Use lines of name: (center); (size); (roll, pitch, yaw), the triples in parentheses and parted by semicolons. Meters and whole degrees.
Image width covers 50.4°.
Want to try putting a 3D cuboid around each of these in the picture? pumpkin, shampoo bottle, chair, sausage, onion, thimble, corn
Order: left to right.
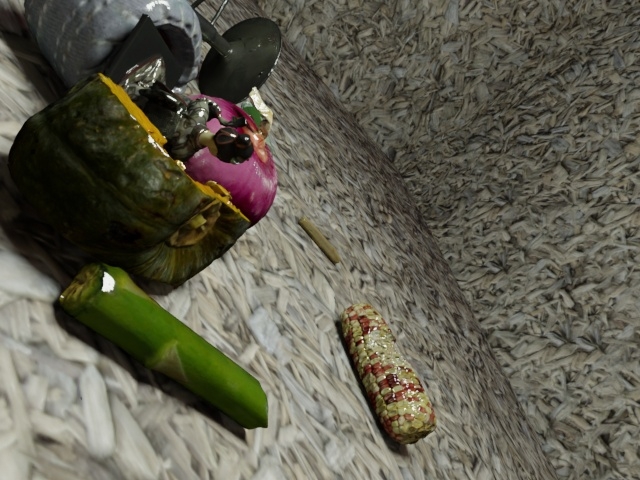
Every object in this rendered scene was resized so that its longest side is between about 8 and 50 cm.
thimble: (-0.280, -0.292, 0.942); (0.172, 0.205, 0.236); (51, 16, 13)
pumpkin: (-0.209, -0.062, 0.761); (0.190, 0.139, 0.280); (45, -1, 14)
chair: (-0.273, -0.449, 1.288); (0.401, 0.226, 0.226); (35, 24, -51)
onion: (-0.151, -0.098, 1.002); (0.200, 0.201, 0.207); (60, -16, 21)
shampoo bottle: (-0.152, -0.249, 1.529); (0.065, 0.065, 0.204); (42, 19, -39)
sausage: (0.000, 0.000, 1.507); (0.132, 0.024, 0.024); (49, 16, -17)
corn: (0.113, 0.224, 1.215); (0.098, 0.098, 0.289); (36, 24, -50)

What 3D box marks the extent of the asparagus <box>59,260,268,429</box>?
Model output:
asparagus: (-0.149, 0.118, 0.720); (0.278, 0.060, 0.067); (44, 7, -36)

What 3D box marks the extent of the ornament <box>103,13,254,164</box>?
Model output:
ornament: (-0.165, -0.143, 0.856); (0.196, 0.166, 0.153); (28, -8, 12)
